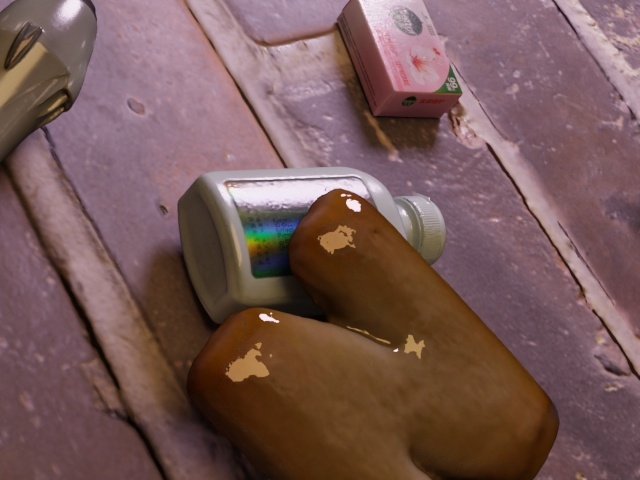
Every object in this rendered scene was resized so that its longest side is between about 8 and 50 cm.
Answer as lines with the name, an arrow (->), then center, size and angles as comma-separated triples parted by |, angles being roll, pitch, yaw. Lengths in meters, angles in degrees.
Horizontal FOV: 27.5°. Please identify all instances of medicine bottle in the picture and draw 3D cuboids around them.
medicine bottle -> 0.000, 0.000, 1.104 | 0.229, 0.083, 0.121 | -4, 65, -35

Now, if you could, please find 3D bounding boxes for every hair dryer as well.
hair dryer -> -0.320, -0.125, 1.012 | 0.267, 0.092, 0.229 | 11, 59, -9

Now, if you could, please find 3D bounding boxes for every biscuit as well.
biscuit -> 0.054, 0.124, 1.011 | 0.290, 0.062, 0.237 | 48, 54, -12

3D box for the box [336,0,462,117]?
box -> 0.078, -0.184, 1.310 | 0.089, 0.043, 0.125 | -3, 61, -34
